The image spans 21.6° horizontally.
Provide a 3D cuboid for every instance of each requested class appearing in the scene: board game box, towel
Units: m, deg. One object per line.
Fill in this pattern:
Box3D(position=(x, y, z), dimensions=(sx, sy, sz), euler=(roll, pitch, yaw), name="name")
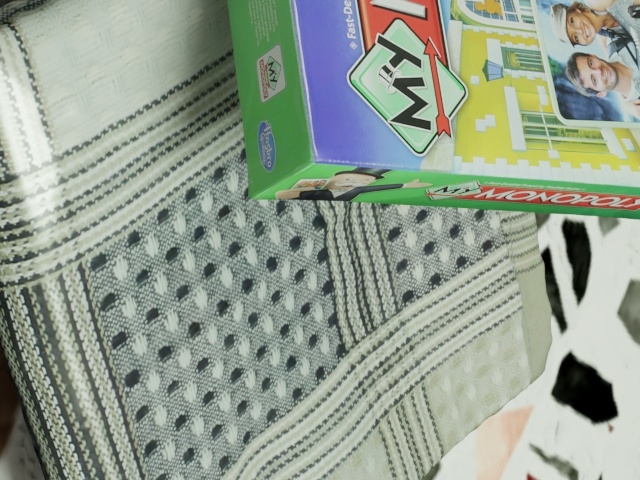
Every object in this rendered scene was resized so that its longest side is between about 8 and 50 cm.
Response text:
Box3D(position=(0.053, -0.167, 0.671), dimensions=(0.214, 0.046, 0.317), euler=(2, 73, -35), name="board game box")
Box3D(position=(0.000, 0.000, 0.716), dimensions=(0.324, 0.056, 0.312), euler=(-36, 124, -41), name="towel")
